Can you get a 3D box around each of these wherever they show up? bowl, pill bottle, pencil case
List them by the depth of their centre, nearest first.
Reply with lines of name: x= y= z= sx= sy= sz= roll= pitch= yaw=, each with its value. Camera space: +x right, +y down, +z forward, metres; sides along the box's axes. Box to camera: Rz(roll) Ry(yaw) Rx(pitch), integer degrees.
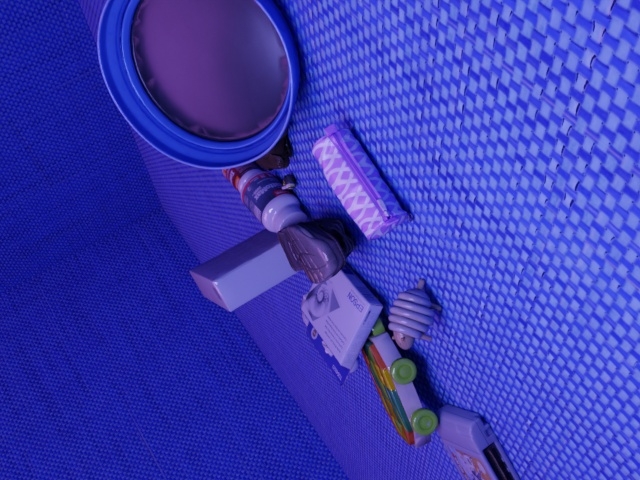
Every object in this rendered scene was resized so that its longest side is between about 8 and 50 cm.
pencil case: x=0.066 y=-0.097 z=1.215 sx=0.206 sy=0.086 sz=0.088 roll=56 pitch=179 yaw=12
bowl: x=-0.219 y=-0.321 z=1.304 sx=0.391 sy=0.077 sz=0.391 roll=11 pitch=125 yaw=15
pill bottle: x=-0.111 y=-0.083 z=1.745 sx=0.180 sy=0.108 sz=0.108 roll=45 pitch=159 yaw=40
pill bottle: x=-0.194 y=-0.166 z=1.891 sx=0.152 sy=0.086 sz=0.086 roll=44 pitch=158 yaw=43

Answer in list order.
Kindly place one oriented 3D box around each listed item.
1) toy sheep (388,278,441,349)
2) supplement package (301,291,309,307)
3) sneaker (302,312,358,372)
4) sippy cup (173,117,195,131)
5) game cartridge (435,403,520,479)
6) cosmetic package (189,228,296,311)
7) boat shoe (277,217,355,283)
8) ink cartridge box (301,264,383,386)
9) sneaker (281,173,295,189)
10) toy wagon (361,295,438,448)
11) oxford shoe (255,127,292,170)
toy sheep: x=0.169 y=0.135 z=1.293 sx=0.091 sy=0.132 sz=0.091 roll=16 pitch=170 yaw=3
supplement package: x=0.043 y=0.198 z=1.783 sx=0.179 sy=0.105 sz=0.105 roll=55 pitch=164 yaw=16
sneaker: x=0.029 y=0.277 z=2.016 sx=0.237 sy=0.085 sz=0.086 roll=55 pitch=156 yaw=5
sippy cup: x=-0.242 y=-0.374 z=1.453 sx=0.224 sy=0.305 sz=0.240 roll=94 pitch=-179 yaw=-46
game cartridge: x=0.347 y=0.487 z=1.475 sx=0.297 sy=0.062 sz=0.198 roll=60 pitch=160 yaw=-3
cosmetic package: x=-0.178 y=0.062 z=1.889 sx=0.097 sy=0.284 sz=0.377 roll=61 pitch=165 yaw=-11
boat shoe: x=0.000 y=0.000 z=1.523 sx=0.132 sy=0.130 sz=0.355 roll=66 pitch=169 yaw=-11
ink cartridge box: x=0.032 y=0.180 z=1.619 sx=0.223 sy=0.045 sz=0.224 roll=48 pitch=121 yaw=51
sneaker: x=-0.074 y=-0.140 z=1.687 sx=0.083 sy=0.031 sz=0.035 roll=-169 pitch=76 yaw=-76
toy wagon: x=0.156 y=0.291 z=1.603 sx=0.267 sy=0.068 sz=0.344 roll=-174 pitch=61 yaw=-80
oxford shoe: x=-0.095 y=-0.210 z=1.557 sx=0.096 sy=0.083 sz=0.227 roll=42 pitch=166 yaw=-4
